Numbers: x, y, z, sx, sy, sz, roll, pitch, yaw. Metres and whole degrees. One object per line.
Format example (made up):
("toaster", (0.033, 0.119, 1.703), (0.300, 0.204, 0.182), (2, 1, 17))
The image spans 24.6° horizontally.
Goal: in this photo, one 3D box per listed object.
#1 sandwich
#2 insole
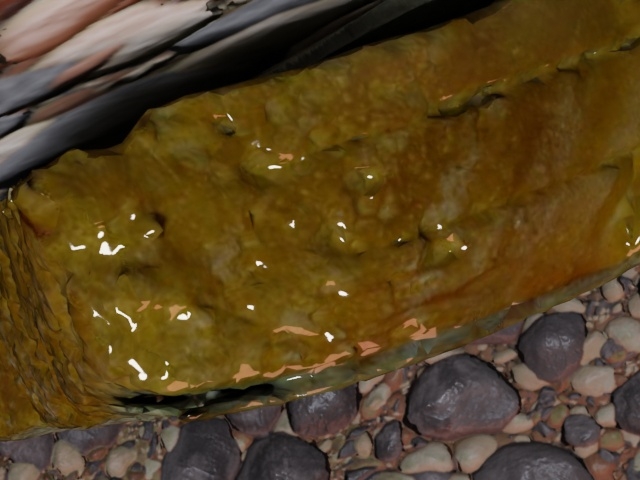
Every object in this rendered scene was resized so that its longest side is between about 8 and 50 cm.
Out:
("sandwich", (0.000, 0.001, 0.465), (0.226, 0.087, 0.251), (-23, 180, -21))
("insole", (0.065, -0.082, 0.414), (0.192, 0.010, 0.063), (-24, 175, 13))
